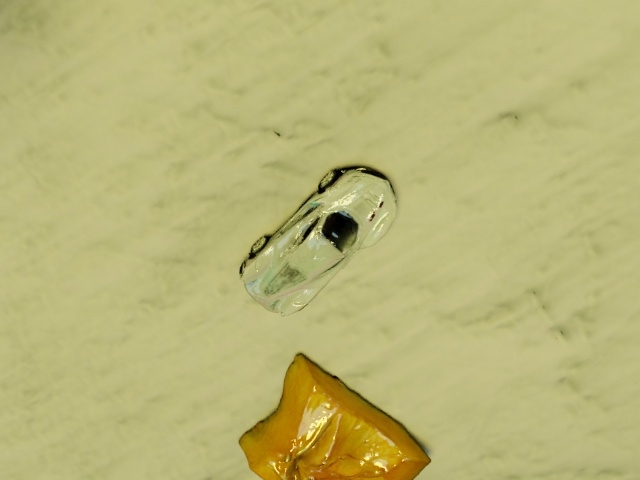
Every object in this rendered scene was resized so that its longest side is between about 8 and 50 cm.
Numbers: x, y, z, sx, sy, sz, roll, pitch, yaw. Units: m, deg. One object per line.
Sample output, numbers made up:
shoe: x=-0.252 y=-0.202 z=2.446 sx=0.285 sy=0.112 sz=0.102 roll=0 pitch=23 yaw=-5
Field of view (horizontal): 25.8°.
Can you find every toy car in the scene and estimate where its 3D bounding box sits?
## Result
toy car: x=0.000 y=0.000 z=0.708 sx=0.041 sy=0.025 sz=0.093 roll=40 pitch=111 yaw=-19

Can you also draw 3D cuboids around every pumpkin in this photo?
pumpkin: x=0.007 y=0.118 z=0.763 sx=0.101 sy=0.035 sz=0.073 roll=34 pitch=109 yaw=-14
